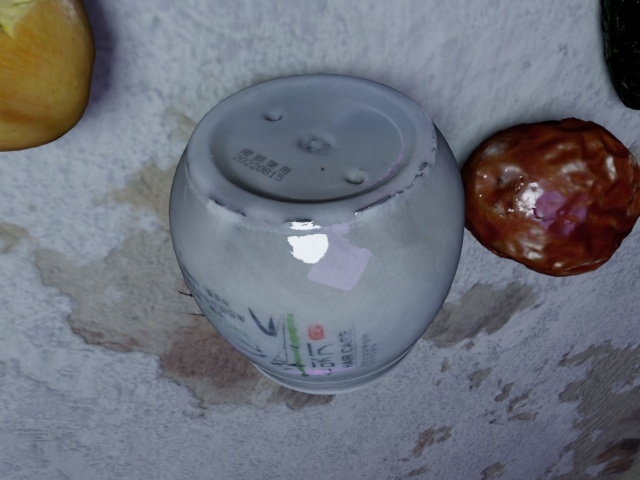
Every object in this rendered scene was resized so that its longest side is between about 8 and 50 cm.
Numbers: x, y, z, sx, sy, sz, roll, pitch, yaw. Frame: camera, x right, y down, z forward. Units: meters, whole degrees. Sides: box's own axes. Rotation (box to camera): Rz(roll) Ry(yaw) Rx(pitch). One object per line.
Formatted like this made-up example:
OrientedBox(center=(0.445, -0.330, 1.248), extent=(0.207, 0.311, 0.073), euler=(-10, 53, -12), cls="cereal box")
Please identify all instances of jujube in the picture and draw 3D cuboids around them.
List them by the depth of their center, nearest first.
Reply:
OrientedBox(center=(0.298, -0.055, 0.584), extent=(0.290, 0.197, 0.197), euler=(3, 128, -39), cls="jujube")

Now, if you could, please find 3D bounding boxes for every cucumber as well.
OrientedBox(center=(0.351, -0.261, 0.504), extent=(0.081, 0.072, 0.303), euler=(-28, 131, 4), cls="cucumber")

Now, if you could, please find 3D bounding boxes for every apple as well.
OrientedBox(center=(-0.264, -0.151, 0.333), extent=(0.199, 0.199, 0.199), euler=(-9, 130, -11), cls="apple")

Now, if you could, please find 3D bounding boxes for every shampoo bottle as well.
OrientedBox(center=(0.000, 0.000, 0.468), extent=(0.273, 0.273, 0.266), euler=(-14, 136, -7), cls="shampoo bottle")
